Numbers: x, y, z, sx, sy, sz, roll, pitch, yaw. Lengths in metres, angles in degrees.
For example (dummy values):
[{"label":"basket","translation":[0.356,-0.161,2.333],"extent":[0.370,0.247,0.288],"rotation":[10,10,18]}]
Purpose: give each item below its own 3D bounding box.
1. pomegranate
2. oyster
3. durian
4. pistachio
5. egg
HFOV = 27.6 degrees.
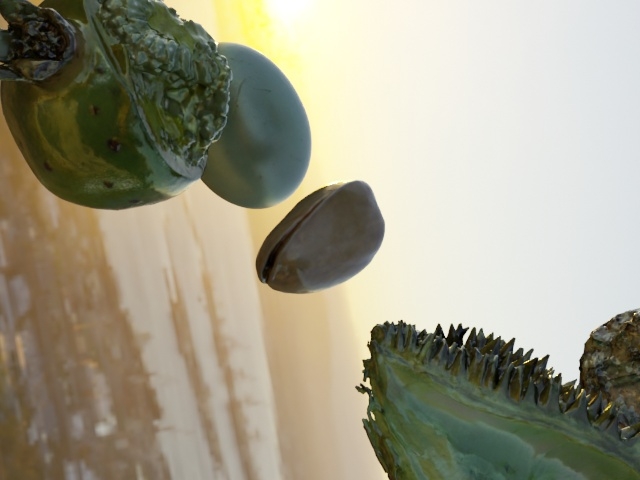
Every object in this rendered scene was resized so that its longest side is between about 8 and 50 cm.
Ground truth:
[{"label":"pomegranate","translation":[-0.246,-0.170,1.427],"extent":[0.341,0.260,0.260],"rotation":[26,48,-56]},{"label":"oyster","translation":[0.396,0.145,1.383],"extent":[0.092,0.260,0.198],"rotation":[109,-40,-62]},{"label":"durian","translation":[0.174,0.203,1.112],"extent":[0.394,0.198,0.163],"rotation":[44,-6,-17]},{"label":"pistachio","translation":[0.000,0.000,1.500],"extent":[0.108,0.185,0.126],"rotation":[36,-35,22]},{"label":"egg","translation":[-0.101,-0.150,1.708],"extent":[0.168,0.168,0.230],"rotation":[-102,171,-71]}]
